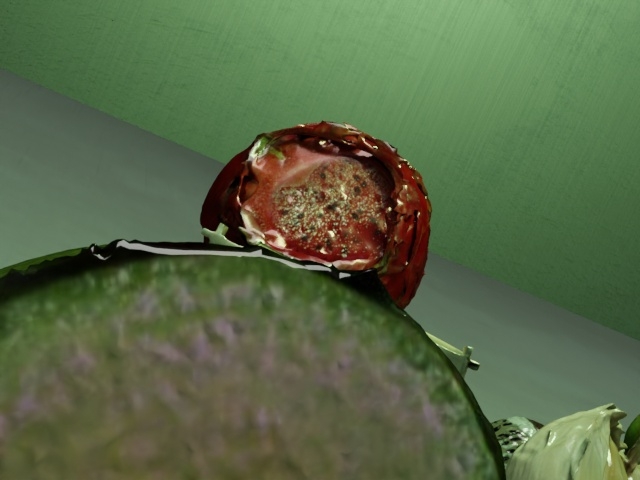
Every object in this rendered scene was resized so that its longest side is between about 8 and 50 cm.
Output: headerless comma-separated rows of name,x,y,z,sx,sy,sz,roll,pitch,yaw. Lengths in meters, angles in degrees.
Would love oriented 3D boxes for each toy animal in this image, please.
toy animal,0.196,0.231,1.516,0.137,0.098,0.098,21,9,-22

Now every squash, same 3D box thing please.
squash,-0.108,0.148,0.708,0.310,0.310,0.309,21,-9,-20

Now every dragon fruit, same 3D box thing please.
dragon fruit,0.000,0.000,1.751,0.295,0.295,0.301,29,-19,30

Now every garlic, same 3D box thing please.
garlic,0.221,0.248,1.280,0.143,0.178,0.229,-7,-34,35

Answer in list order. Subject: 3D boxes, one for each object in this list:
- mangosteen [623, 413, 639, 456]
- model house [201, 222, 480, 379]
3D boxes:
mangosteen,0.531,0.242,1.780,0.359,0.306,0.306,-1,17,-21
model house,-0.006,0.120,1.479,0.326,0.169,0.244,26,1,-1
